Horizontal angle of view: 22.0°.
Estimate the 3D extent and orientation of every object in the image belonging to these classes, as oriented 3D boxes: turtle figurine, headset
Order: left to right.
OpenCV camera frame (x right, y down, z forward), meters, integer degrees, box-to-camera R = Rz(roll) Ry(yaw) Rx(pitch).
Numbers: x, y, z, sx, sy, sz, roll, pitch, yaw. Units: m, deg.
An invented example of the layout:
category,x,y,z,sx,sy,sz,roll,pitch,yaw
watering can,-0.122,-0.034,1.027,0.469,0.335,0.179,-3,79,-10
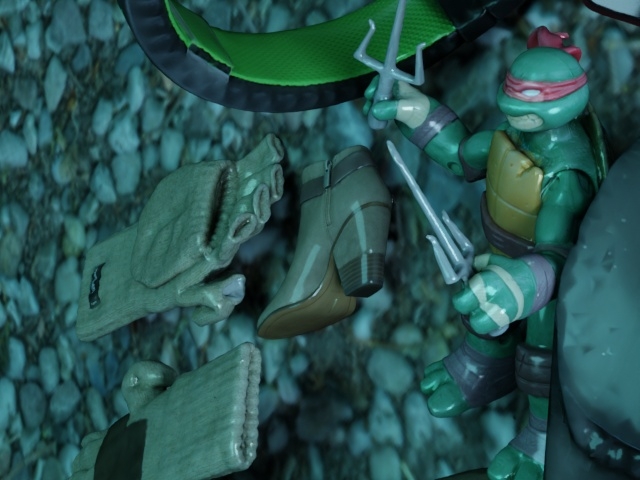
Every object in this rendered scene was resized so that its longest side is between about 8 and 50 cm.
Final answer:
category,x,y,z,sx,sy,sz,roll,pitch,yaw
headset,0.060,-0.229,0.776,0.394,0.243,0.185,-38,56,16
turtle figurine,0.087,-0.006,0.765,0.175,0.118,0.234,-104,7,-60

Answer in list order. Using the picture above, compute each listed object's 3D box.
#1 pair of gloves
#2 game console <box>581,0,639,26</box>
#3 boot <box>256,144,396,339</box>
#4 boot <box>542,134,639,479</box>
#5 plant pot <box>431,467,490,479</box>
category,x,y,z,sx,sy,sz,roll,pitch,yaw
pair of gloves,-0.089,0.067,1.001,0.204,0.042,0.240,-37,41,41
game console,0.202,-0.145,0.710,0.124,0.085,0.144,34,112,43
boot,0.000,0.000,0.953,0.118,0.042,0.087,-27,61,41
boot,0.291,0.039,0.577,0.445,0.146,0.367,28,105,49
plant pot,0.000,0.239,0.761,0.256,0.274,0.256,-5,84,47
